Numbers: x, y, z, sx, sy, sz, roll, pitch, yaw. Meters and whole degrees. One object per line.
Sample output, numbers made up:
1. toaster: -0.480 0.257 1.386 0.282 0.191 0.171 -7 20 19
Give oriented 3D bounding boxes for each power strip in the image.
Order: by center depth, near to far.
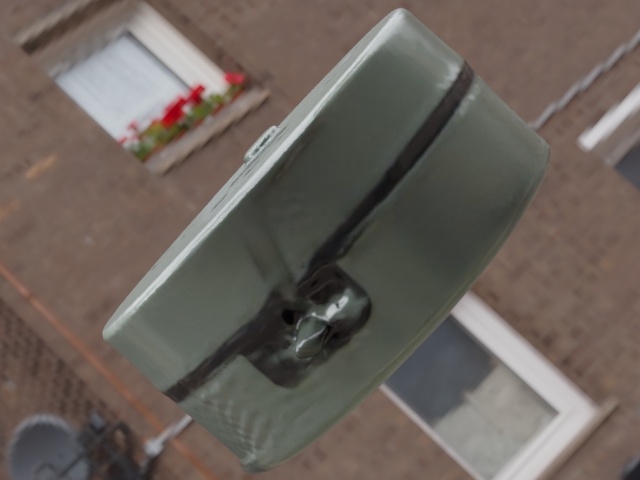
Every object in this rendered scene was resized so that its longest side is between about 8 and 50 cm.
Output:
1. power strip: 0.000 0.000 1.138 0.357 0.161 0.357 -46 6 6
